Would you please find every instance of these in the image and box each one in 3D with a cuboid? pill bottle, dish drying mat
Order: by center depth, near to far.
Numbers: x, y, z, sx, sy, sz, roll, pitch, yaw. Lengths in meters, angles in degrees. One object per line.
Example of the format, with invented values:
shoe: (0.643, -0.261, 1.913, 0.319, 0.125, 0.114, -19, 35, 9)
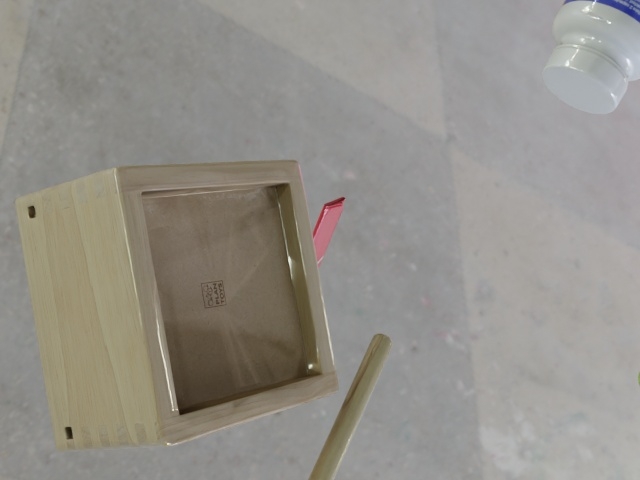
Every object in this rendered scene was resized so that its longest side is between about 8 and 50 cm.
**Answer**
dish drying mat: (0.000, 0.000, 0.933, 0.008, 0.083, 0.032, 36, 33, 22)
pill bottle: (0.414, -0.317, 1.449, 0.152, 0.152, 0.272, 35, 78, -20)

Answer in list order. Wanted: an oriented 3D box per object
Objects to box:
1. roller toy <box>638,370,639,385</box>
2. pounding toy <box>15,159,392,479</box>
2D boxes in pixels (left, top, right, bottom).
roller toy: (0.508, 0.191, 1.268, 0.209, 0.146, 0.191, -3, 42, -44)
pounding toy: (-0.050, 0.067, 0.559, 0.181, 0.094, 0.206, -8, 88, -50)
